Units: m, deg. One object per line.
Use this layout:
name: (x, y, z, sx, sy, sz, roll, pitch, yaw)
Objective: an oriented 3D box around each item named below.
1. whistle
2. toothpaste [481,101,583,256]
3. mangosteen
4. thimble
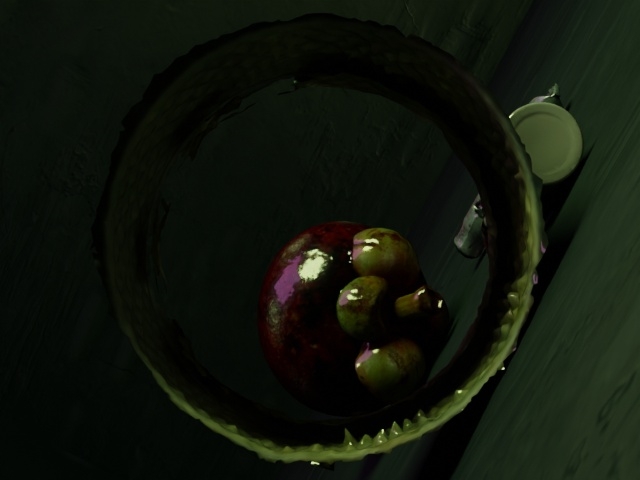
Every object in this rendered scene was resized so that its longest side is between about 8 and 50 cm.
whistle: (0.169, -0.060, 1.146, 0.176, 0.033, 0.033, -64, -2, 25)
toothpaste: (0.150, -0.048, 0.986, 0.266, 0.061, 0.096, 75, -149, -82)
mangosteen: (0.035, 0.071, 1.169, 0.200, 0.200, 0.200, -62, -1, -2)
thimble: (0.000, 0.000, 0.824, 0.271, 0.271, 0.150, -62, -3, -3)
